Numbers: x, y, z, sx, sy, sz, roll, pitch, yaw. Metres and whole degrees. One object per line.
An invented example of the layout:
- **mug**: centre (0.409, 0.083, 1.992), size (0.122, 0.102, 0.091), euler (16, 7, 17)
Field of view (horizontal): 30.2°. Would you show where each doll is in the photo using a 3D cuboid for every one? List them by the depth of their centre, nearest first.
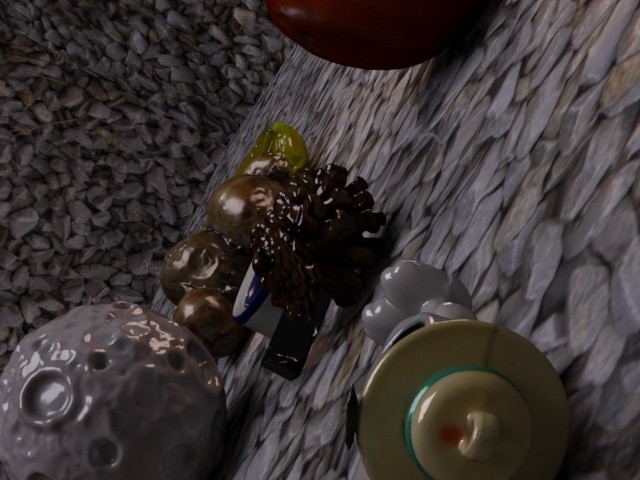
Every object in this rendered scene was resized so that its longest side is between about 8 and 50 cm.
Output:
- **doll**: centre (0.079, 0.092, 0.839), size (0.271, 0.144, 0.208), euler (-80, 11, -47)

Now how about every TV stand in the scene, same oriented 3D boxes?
- **TV stand**: centre (-0.008, 0.062, 1.580), size (0.040, 0.049, 0.256), euler (-39, 24, 61)

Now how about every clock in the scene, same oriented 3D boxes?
- **clock**: centre (-0.043, 0.033, 1.742), size (0.230, 0.083, 0.230), euler (-57, 9, 14)

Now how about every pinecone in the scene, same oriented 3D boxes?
- **pinecone**: centre (-0.004, -0.001, 1.440), size (0.179, 0.150, 0.195), euler (-43, 21, 60)

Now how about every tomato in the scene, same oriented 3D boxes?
- **tomato**: centre (0.085, -0.385, 1.636), size (0.293, 0.290, 0.325), euler (-67, 13, -17)

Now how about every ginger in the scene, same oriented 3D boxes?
- **ginger**: centre (-0.149, 0.018, 2.073), size (0.375, 0.176, 0.256), euler (-61, 28, -6)

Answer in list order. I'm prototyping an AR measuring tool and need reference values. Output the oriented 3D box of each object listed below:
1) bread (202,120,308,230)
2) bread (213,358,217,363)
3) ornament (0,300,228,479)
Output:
- **bread**: centre (-0.136, -0.070, 2.347), size (0.383, 0.112, 0.166), euler (-52, 17, 42)
- **bread**: centre (-0.215, 0.247, 2.141), size (0.068, 0.028, 0.153), euler (-59, 9, 24)
- **ornament**: centre (-0.287, 0.248, 1.685), size (0.337, 0.337, 0.337), euler (-58, 11, 18)
